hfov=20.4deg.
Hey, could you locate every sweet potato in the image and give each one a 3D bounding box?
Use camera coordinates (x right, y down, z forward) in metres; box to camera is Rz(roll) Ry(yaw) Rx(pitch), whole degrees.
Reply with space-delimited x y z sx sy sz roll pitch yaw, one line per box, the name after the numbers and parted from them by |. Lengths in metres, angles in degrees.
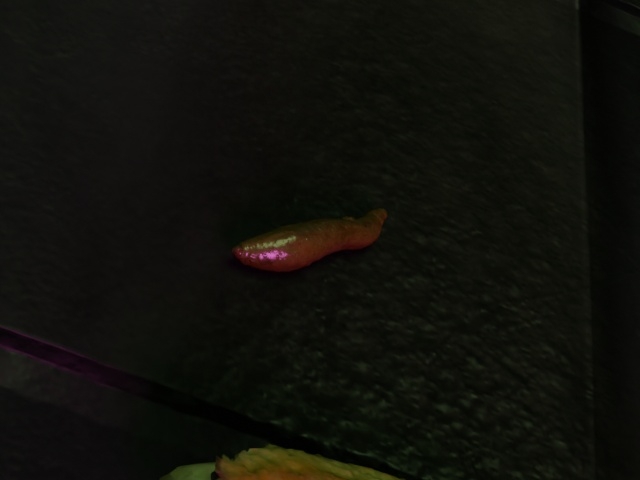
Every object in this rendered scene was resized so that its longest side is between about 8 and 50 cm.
0.000 0.000 0.958 0.115 0.026 0.026 -11 56 -42 | sweet potato

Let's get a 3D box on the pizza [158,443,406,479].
0.081 0.199 0.764 0.268 0.087 0.258 6 43 -29 | pizza
